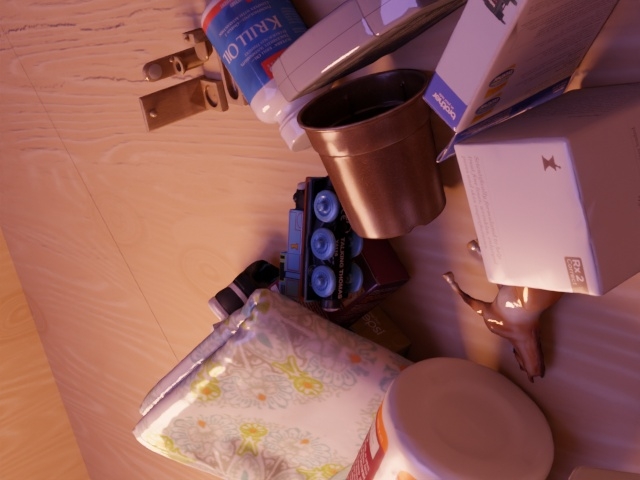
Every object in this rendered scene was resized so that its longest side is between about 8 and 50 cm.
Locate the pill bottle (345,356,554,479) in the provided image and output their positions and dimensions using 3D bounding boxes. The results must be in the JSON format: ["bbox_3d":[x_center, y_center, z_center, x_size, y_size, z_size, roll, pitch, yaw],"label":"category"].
[{"bbox_3d":[0.135,0.364,1.444,0.224,0.224,0.392,46,134,29],"label":"pill bottle"}]

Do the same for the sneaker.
[{"bbox_3d":[-0.110,0.091,1.838,0.079,0.121,0.217,49,-178,5],"label":"sneaker"}]

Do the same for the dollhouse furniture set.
[{"bbox_3d":[-0.196,-0.245,1.674,0.151,0.123,0.144,19,127,51],"label":"dollhouse furniture set"}]

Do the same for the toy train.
[{"bbox_3d":[0.000,0.000,1.443,0.105,0.080,0.184,8,98,43],"label":"toy train"}]

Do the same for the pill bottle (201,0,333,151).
[{"bbox_3d":[-0.057,-0.236,1.466,0.222,0.124,0.124,57,149,11],"label":"pill bottle"}]

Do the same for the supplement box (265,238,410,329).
[{"bbox_3d":[0.020,0.065,1.532,0.188,0.080,0.104,-41,69,33],"label":"supplement box"}]

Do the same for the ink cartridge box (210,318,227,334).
[{"bbox_3d":[-0.124,0.169,1.761,0.181,0.104,0.062,114,134,-68],"label":"ink cartridge box"}]

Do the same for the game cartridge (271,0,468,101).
[{"bbox_3d":[0.069,-0.242,1.194,0.297,0.198,0.062,-24,91,59],"label":"game cartridge"}]

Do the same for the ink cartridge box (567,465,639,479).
[{"bbox_3d":[0.370,0.446,1.070,0.279,0.160,0.385,2,100,23],"label":"ink cartridge box"}]

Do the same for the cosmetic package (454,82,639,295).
[{"bbox_3d":[0.257,-0.055,1.051,0.151,0.183,0.151,5,115,56],"label":"cosmetic package"}]

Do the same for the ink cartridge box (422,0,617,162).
[{"bbox_3d":[0.206,-0.215,1.012,0.065,0.185,0.311,48,146,21],"label":"ink cartridge box"}]

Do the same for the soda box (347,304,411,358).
[{"bbox_3d":[0.053,0.117,1.612,0.181,0.061,0.058,49,145,26],"label":"soda box"}]

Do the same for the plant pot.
[{"bbox_3d":[0.075,-0.102,1.339,0.167,0.167,0.165,17,134,52],"label":"plant pot"}]

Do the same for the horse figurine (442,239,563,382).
[{"bbox_3d":[0.230,0.044,1.283,0.174,0.066,0.263,55,151,27],"label":"horse figurine"}]

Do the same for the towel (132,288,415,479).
[{"bbox_3d":[-0.051,0.241,1.559,0.374,0.320,0.090,-43,31,38],"label":"towel"}]
